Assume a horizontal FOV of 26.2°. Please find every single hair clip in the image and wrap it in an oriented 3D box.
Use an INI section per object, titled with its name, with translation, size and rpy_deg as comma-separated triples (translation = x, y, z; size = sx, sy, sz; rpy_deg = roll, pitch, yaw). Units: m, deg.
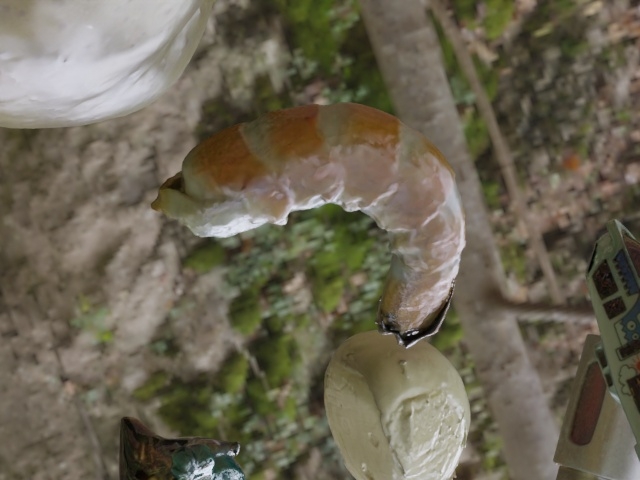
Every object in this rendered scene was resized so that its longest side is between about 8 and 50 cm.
[hair clip]
translation = -0.121, 0.281, 0.942
size = 0.095, 0.359, 0.110
rpy_deg = 12, -163, 3

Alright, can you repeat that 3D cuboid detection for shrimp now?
[shrimp]
translation = 0.000, 0.000, 0.756
size = 0.161, 0.166, 0.049
rpy_deg = -15, -143, 3

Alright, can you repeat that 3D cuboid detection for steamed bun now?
[steamed bun]
translation = 0.059, 0.125, 1.035
size = 0.090, 0.130, 0.112
rpy_deg = -26, -156, -26

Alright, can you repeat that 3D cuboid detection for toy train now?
[toy train]
translation = 0.156, 0.084, 0.588
size = 0.047, 0.208, 0.043
rpy_deg = -28, 147, 20

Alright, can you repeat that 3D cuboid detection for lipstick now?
[lipstick]
translation = 0.268, 0.221, 1.320
size = 0.077, 0.253, 0.079
rpy_deg = 19, 175, -30

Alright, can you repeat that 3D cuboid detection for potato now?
[potato]
translation = -0.178, -0.197, 0.814
size = 0.243, 0.221, 0.326
rpy_deg = -41, 164, 2
